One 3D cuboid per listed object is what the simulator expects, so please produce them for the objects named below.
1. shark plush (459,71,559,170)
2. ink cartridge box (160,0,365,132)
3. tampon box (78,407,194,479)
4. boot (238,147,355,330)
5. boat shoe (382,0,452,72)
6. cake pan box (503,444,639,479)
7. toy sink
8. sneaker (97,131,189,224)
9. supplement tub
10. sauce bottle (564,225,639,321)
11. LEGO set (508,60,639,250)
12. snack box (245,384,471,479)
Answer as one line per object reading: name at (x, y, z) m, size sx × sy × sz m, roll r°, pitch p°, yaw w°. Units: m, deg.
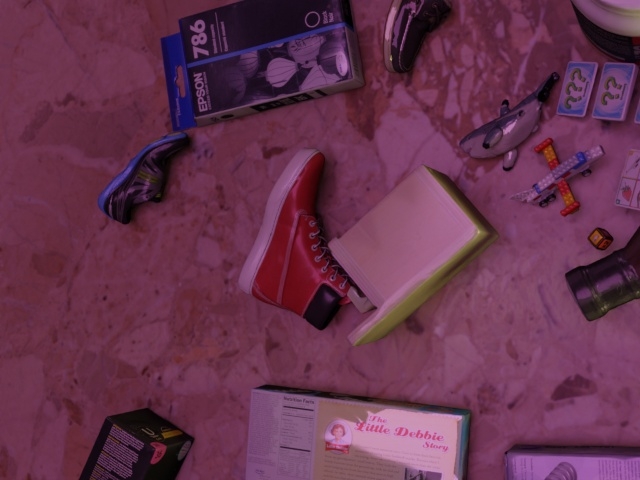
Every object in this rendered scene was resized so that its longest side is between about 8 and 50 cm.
shark plush at (0.263, -0.175, 1.309) m, size 0.161 × 0.073 × 0.067 m, roll -54°, pitch 41°, yaw 16°
ink cartridge box at (-0.106, -0.280, 1.443) m, size 0.332 × 0.065 × 0.165 m, roll -12°, pitch 84°, yaw 20°
tampon box at (-0.291, 0.357, 1.453) m, size 0.101 × 0.120 × 0.161 m, roll 28°, pitch 98°, yaw 20°
boot at (0.000, 0.000, 1.383) m, size 0.176 × 0.088 × 0.244 m, roll 25°, pitch 105°, yaw 19°
boat shoe at (0.151, -0.343, 1.341) m, size 0.073 × 0.080 × 0.224 m, roll 17°, pitch 89°, yaw 25°
cake pan box at (0.374, 0.405, 1.237) m, size 0.245 × 0.070 × 0.267 m, roll -5°, pitch 86°, yaw 22°
toy sink at (0.107, 0.019, 1.305) m, size 0.234 × 0.153 × 0.131 m, roll -43°, pitch 75°, yaw 15°
sneaker at (-0.271, -0.101, 1.503) m, size 0.078 × 0.067 × 0.188 m, roll 44°, pitch 101°, yaw -5°
supplement tub at (0.396, -0.327, 1.147) m, size 0.191 × 0.272 × 0.191 m, roll -1°, pitch 88°, yaw 20°
sauce bottle at (0.472, -0.003, 1.161) m, size 0.344 × 0.111 × 0.111 m, roll -27°, pitch 79°, yaw 18°
LEGO set at (0.353, -0.116, 1.233) m, size 0.182 × 0.060 × 0.244 m, roll 19°, pitch 96°, yaw 51°
snack box at (0.049, 0.320, 1.362) m, size 0.322 × 0.060 × 0.187 m, roll 4°, pitch 90°, yaw 20°
